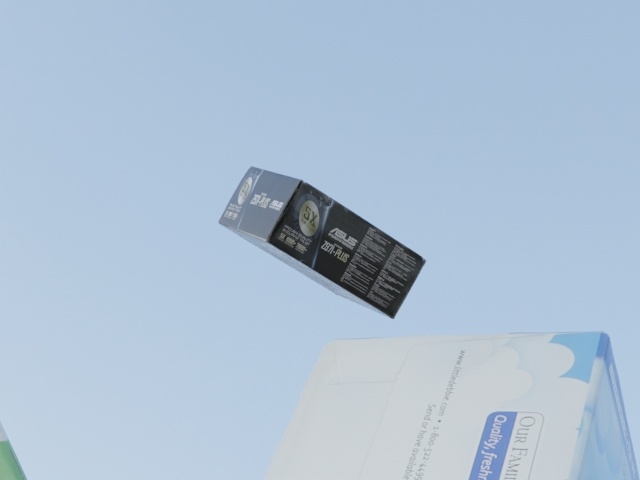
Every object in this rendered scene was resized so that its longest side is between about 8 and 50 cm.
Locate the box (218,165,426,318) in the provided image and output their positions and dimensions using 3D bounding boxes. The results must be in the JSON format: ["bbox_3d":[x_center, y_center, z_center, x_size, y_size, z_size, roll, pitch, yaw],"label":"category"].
[{"bbox_3d":[0.000,0.000,1.473,0.180,0.077,0.147,32,-5,-25],"label":"box"}]

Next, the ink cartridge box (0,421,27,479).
[{"bbox_3d":[-0.235,0.096,0.632,0.212,0.154,0.093,57,-21,27],"label":"ink cartridge box"}]

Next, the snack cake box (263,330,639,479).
[{"bbox_3d":[0.053,0.175,0.389,0.089,0.152,0.264,-4,-55,23],"label":"snack cake box"}]
